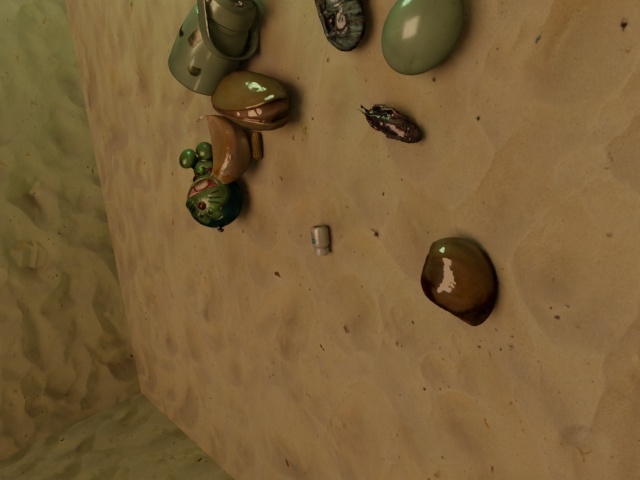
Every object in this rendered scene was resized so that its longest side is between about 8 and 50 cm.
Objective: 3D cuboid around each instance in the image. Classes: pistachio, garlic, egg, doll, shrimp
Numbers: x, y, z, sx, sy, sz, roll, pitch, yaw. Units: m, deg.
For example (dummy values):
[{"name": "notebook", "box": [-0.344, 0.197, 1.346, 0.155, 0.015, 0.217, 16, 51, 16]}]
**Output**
[{"name": "pistachio", "box": [-0.207, -0.417, 1.360, 0.293, 0.181, 0.162, 28, 140, 30]}, {"name": "garlic", "box": [-0.318, -0.317, 1.528, 0.164, 0.145, 0.244, -14, 82, 5]}, {"name": "egg", "box": [0.208, -0.433, 0.931, 0.149, 0.149, 0.192, 55, 129, 18]}, {"name": "doll", "box": [-0.386, -0.183, 1.640, 0.199, 0.186, 0.321, -14, 78, 23]}, {"name": "shrimp", "box": [0.007, -0.633, 1.063, 0.137, 0.172, 0.372, -11, 103, 54]}, {"name": "pistachio", "box": [0.315, 0.093, 1.032, 0.165, 0.130, 0.210, -27, 81, 8]}, {"name": "shrimp", "box": [0.164, -0.287, 1.094, 0.190, 0.073, 0.074, 31, 121, 30]}]

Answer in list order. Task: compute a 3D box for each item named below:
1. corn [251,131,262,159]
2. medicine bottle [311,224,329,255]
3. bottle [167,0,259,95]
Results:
[{"name": "corn", "box": [-0.214, -0.315, 1.514, 0.037, 0.037, 0.092, 15, 111, 44]}, {"name": "medicine bottle", "box": [0.000, 0.000, 1.382, 0.052, 0.052, 0.089, 8, 110, 45]}, {"name": "bottle", "box": [-0.306, -0.629, 1.381, 0.352, 0.229, 0.229, -44, 71, 42]}]
